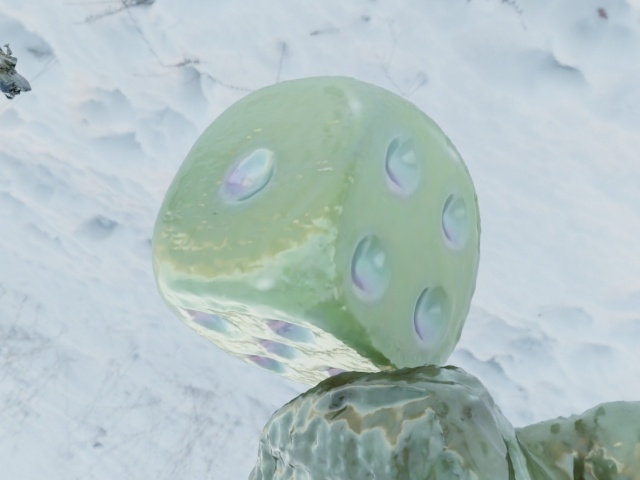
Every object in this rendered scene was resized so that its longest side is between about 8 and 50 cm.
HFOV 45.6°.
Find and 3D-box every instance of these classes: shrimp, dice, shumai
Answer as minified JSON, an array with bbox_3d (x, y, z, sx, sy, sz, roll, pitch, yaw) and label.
[{"bbox_3d":[-0.366,-0.245,0.834,0.219,0.046,0.152,43,119,30],"label":"shrimp"},{"bbox_3d":[0.000,0.000,0.781,0.254,0.252,0.250,2,150,39],"label":"dice"},{"bbox_3d":[0.118,0.221,0.646,0.330,0.288,0.292,-31,82,50],"label":"shumai"}]
